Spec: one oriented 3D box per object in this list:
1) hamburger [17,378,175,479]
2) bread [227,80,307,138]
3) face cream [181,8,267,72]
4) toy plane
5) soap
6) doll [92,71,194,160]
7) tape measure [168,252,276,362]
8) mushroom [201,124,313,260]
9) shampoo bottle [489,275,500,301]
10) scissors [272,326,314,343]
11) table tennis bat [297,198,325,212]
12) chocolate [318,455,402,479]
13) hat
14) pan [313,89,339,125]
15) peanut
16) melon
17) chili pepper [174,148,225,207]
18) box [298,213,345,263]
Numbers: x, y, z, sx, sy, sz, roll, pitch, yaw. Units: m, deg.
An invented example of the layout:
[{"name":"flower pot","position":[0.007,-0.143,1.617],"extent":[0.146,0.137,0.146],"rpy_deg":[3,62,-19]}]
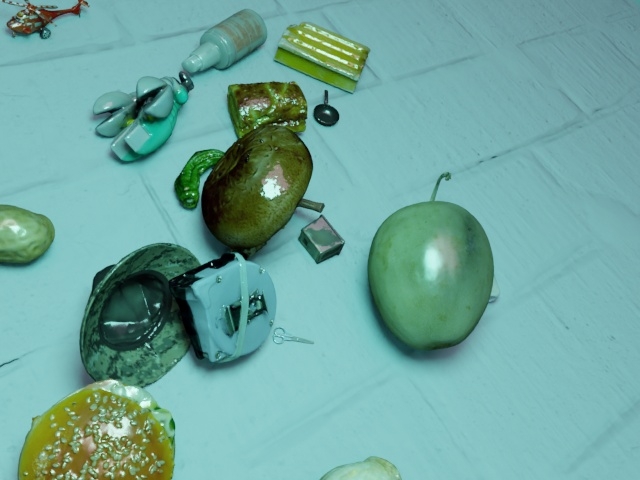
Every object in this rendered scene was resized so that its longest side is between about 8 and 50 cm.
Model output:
[{"name":"hamburger","position":[-0.328,0.324,0.903],"extent":[0.236,0.147,0.237],"rpy_deg":[11,59,-19]},{"name":"bread","position":[-0.125,-0.316,1.438],"extent":[0.172,0.103,0.132],"rpy_deg":[-9,54,-20]},{"name":"face cream","position":[-0.244,-0.484,1.513],"extent":[0.101,0.101,0.252],"rpy_deg":[37,54,8]},{"name":"toy plane","position":[-0.648,-0.533,1.427],"extent":[0.126,0.077,0.194],"rpy_deg":[29,45,-3]},{"name":"soap","position":[0.006,-0.498,1.626],"extent":[0.231,0.073,0.140],"rpy_deg":[22,51,-4]},{"name":"doll","position":[-0.386,-0.284,1.320],"extent":[0.153,0.195,0.258],"rpy_deg":[48,18,-25]},{"name":"tape measure","position":[-0.161,0.117,1.082],"extent":[0.181,0.107,0.182],"rpy_deg":[-36,118,-43]},{"name":"mushroom","position":[-0.135,-0.100,1.198],"extent":[0.163,0.278,0.297],"rpy_deg":[24,10,-24]},{"name":"shampoo bottle","position":[0.332,0.037,1.389],"extent":[0.108,0.051,0.221],"rpy_deg":[-1,58,-17]},{"name":"scissors","position":[-0.052,0.190,1.180],"extent":[0.083,0.006,0.036],"rpy_deg":[15,56,-9]},{"name":"table tennis bat","position":[-0.056,-0.068,1.355],"extent":[0.169,0.119,0.108],"rpy_deg":[17,71,24]},{"name":"chocolate","position":[0.007,0.444,0.951],"extent":[0.309,0.134,0.134],"rpy_deg":[-20,65,-30]},{"name":"hat","position":[-0.329,0.113,1.047],"extent":[0.128,0.266,0.265],"rpy_deg":[18,45,34]},{"name":"pan","position":[0.013,-0.334,1.547],"extent":[0.068,0.023,0.115],"rpy_deg":[8,58,-13]},{"name":"peanut","position":[-0.607,0.002,1.051],"extent":[0.274,0.111,0.125],"rpy_deg":[-9,65,-24]},{"name":"melon","position":[0.216,0.062,1.209],"extent":[0.271,0.272,0.308],"rpy_deg":[24,47,-2]},{"name":"chili pepper","position":[-0.261,-0.143,1.309],"extent":[0.073,0.050,0.182],"rpy_deg":[23,50,6]},{"name":"box","position":[0.000,0.000,1.297],"extent":[0.063,0.060,0.085],"rpy_deg":[-30,72,-28]}]
